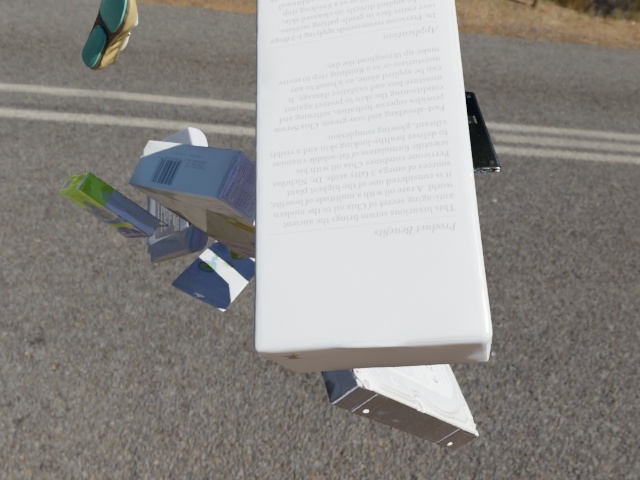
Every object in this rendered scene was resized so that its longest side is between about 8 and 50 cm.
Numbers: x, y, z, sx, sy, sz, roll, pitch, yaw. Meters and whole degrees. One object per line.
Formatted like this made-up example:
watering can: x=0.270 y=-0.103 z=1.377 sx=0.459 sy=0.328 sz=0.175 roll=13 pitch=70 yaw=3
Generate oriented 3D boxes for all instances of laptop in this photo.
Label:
laptop: x=0.221 y=-0.196 z=1.432 sx=0.264 sy=0.137 sz=0.234 roll=-3 pitch=56 yaw=-8

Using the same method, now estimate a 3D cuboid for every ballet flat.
ballet flat: x=-0.402 y=-0.423 z=1.291 sx=0.073 sy=0.232 sz=0.080 roll=-25 pitch=84 yaw=-44

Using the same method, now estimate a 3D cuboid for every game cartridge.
game cartridge: x=-0.335 y=-0.106 z=1.557 sx=0.198 sy=0.298 sz=0.062 roll=-12 pitch=-16 yaw=36

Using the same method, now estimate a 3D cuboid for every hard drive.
hard drive: x=0.115 y=0.196 z=1.083 sx=0.339 sy=0.064 sz=0.237 roll=31 pitch=28 yaw=-39

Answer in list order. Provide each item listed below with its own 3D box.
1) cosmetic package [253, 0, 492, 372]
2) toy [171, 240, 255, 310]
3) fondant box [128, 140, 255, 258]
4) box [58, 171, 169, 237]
cosmetic package: x=0.056 y=-0.091 z=0.750 sx=0.229 sy=0.161 sz=0.454 roll=-5 pitch=71 yaw=12
toy: x=-0.240 y=0.090 z=1.568 sx=0.136 sy=0.056 sz=0.237 roll=25 pitch=36 yaw=8
fondant box: x=-0.153 y=-0.057 z=1.227 sx=0.238 sy=0.096 sz=0.330 roll=12 pitch=-16 yaw=38
box: x=-0.380 y=-0.056 z=1.213 sx=0.109 sy=0.178 sz=0.042 roll=-1 pitch=58 yaw=49
